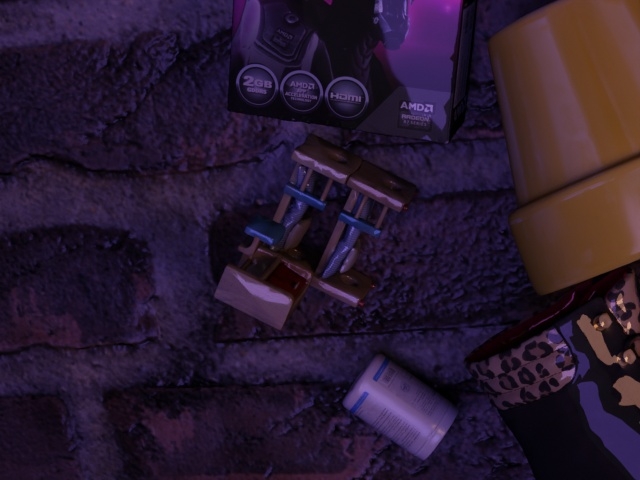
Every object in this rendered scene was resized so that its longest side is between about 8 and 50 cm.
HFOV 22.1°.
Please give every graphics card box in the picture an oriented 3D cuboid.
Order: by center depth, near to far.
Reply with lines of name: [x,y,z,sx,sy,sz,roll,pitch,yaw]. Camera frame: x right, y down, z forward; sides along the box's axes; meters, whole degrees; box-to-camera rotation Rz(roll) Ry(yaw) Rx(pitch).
graphics card box: [0.039,-0.291,1.567,0.232,0.094,0.371,10,112,12]

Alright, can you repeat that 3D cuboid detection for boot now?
boot: [0.339,0.155,1.499,0.377,0.138,0.284,-29,94,27]

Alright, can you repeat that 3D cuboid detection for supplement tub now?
supplement tub: [0.084,0.175,1.731,0.107,0.071,0.071,36,114,1]

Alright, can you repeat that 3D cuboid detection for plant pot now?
plant pot: [0.272,-0.104,1.501,0.254,0.254,0.239,-23,85,21]

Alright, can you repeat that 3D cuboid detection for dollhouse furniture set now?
dollhouse furniture set: [0.000,0.000,1.630,0.129,0.184,0.129,26,113,5]
